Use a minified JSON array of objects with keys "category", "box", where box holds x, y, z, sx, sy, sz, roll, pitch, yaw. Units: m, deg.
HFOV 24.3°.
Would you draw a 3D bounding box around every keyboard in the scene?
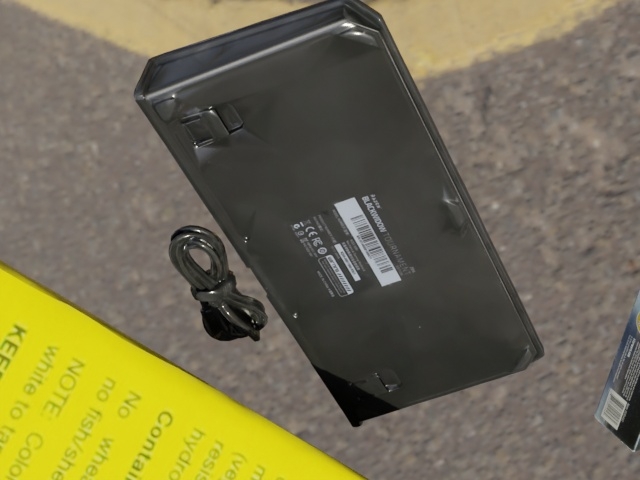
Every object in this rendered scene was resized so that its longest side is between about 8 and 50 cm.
[{"category":"keyboard","box":[0.000,0.000,0.506,0.023,0.108,0.180,-95,-19,-47]}]

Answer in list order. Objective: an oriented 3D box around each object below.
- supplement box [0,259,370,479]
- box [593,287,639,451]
[{"category":"supplement box","box":[-0.078,0.157,0.561,0.356,0.194,0.195,34,166,-22]},{"category":"box","box":[0.170,0.016,0.601,0.027,0.094,0.137,44,134,40]}]
